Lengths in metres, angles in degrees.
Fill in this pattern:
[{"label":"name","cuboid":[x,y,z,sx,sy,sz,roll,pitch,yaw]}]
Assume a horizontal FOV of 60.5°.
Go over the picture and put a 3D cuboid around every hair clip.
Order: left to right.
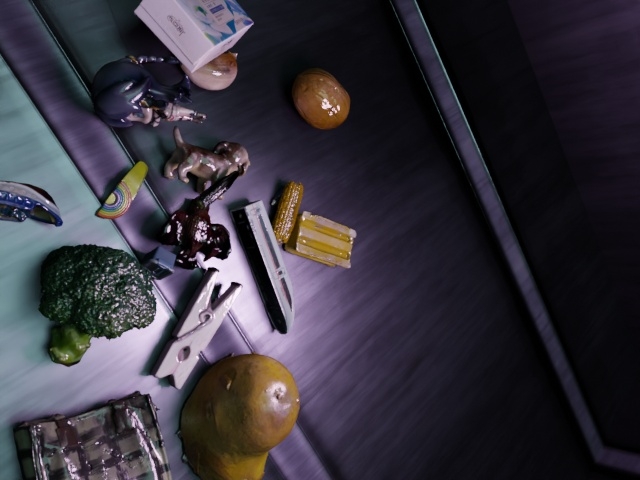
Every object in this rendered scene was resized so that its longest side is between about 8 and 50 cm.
[{"label":"hair clip","cuboid":[-0.506,-0.129,1.431,0.060,0.033,0.188,41,65,-30]},{"label":"hair clip","cuboid":[-0.339,0.237,1.501,0.101,0.085,0.331,36,73,-27]}]

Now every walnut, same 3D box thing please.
[{"label":"walnut","cuboid":[-0.001,-0.450,1.749,0.207,0.167,0.167,41,64,-25]}]

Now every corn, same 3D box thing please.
[{"label":"corn","cuboid":[-0.105,-0.085,1.694,0.068,0.068,0.208,20,84,-34]}]

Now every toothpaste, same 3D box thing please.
[{"label":"toothpaste","cuboid":[-0.128,-0.138,1.721,0.027,0.019,0.083,46,57,-10]}]

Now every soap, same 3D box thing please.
[{"label":"soap","cuboid":[0.001,0.000,1.772,0.233,0.076,0.135,18,77,-35]}]

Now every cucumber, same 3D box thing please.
[{"label":"cucumber","cuboid":[-0.266,-0.144,1.476,0.043,0.039,0.163,39,63,17]}]

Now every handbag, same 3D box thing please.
[{"label":"handbag","cuboid":[-0.525,0.555,1.304,0.325,0.162,0.327,-7,84,-40]}]

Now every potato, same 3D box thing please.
[{"label":"potato","cuboid":[-0.193,0.500,1.467,0.289,0.296,0.398,15,77,-33]}]

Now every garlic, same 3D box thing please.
[{"label":"garlic","cuboid":[-0.330,-0.499,1.565,0.198,0.090,0.129,-2,72,-31]}]

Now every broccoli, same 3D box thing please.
[{"label":"broccoli","cuboid":[-0.536,0.140,1.286,0.297,0.298,0.297,30,108,-31]}]

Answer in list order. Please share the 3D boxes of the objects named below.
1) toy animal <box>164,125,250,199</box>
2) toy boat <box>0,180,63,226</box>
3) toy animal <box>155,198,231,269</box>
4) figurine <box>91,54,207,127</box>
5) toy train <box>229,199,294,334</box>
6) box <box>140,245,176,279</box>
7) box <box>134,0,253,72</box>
[{"label":"toy animal","cuboid":[-0.313,-0.206,1.525,0.233,0.121,0.169,11,92,-38]},{"label":"toy boat","cuboid":[-0.713,-0.064,1.219,0.261,0.114,0.115,0,74,-40]},{"label":"toy animal","cuboid":[-0.350,-0.023,1.516,0.218,0.116,0.180,16,52,-34]},{"label":"figurine","cuboid":[-0.443,-0.369,1.404,0.264,0.175,0.197,-16,70,-38]},{"label":"toy train","cuboid":[-0.153,0.083,1.650,0.088,0.086,0.407,-27,103,-40]},{"label":"box","cuboid":[-0.426,0.059,1.442,0.074,0.099,0.054,35,53,-29]},{"label":"box","cuboid":[-0.326,-0.597,1.465,0.203,0.116,0.274,47,34,-14]}]
